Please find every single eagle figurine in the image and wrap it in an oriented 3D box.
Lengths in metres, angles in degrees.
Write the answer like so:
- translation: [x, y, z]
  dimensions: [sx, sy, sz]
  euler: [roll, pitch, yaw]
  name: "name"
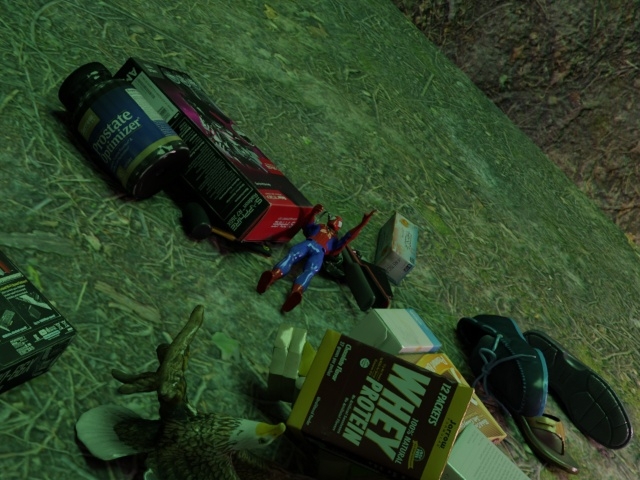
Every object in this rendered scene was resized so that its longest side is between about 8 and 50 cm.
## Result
- translation: [-0.122, 0.265, 1.404]
  dimensions: [0.226, 0.225, 0.298]
  euler: [-38, 115, -27]
  name: "eagle figurine"

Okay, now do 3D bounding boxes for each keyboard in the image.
- translation: [0.058, 0.051, 2.190]
  dimensions: [0.180, 0.023, 0.108]
  euler: [24, 36, -36]
  name: "keyboard"

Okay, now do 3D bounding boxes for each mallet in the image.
- translation: [-0.157, -0.014, 1.969]
  dimensions: [0.190, 0.039, 0.062]
  euler: [21, 28, -48]
  name: "mallet"

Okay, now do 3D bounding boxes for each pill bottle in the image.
- translation: [-0.323, -0.183, 1.892]
  dimensions: [0.219, 0.123, 0.123]
  euler: [47, 24, 14]
  name: "pill bottle"

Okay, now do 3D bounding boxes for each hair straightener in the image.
- translation: [0.043, 0.034, 2.117]
  dimensions: [0.089, 0.047, 0.230]
  euler: [12, 43, -46]
  name: "hair straightener"

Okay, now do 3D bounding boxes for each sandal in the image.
- translation: [0.417, 0.342, 2.178]
  dimensions: [0.090, 0.060, 0.219]
  euler: [18, 33, -42]
  name: "sandal"

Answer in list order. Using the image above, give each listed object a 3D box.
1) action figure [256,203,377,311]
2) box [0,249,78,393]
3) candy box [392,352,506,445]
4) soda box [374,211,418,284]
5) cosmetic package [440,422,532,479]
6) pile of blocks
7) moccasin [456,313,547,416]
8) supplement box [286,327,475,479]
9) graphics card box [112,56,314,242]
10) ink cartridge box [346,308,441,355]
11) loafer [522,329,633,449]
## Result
- translation: [0.000, 0.000, 1.998]
  dimensions: [0.091, 0.139, 0.280]
  euler: [38, 30, 1]
  name: "action figure"
- translation: [-0.452, 0.081, 1.302]
  dimensions: [0.242, 0.076, 0.307]
  euler: [44, 24, 8]
  name: "box"
- translation: [0.143, 0.274, 1.849]
  dimensions: [0.316, 0.087, 0.183]
  euler: [7, 41, -53]
  name: "candy box"
- translation: [0.154, 0.014, 2.350]
  dimensions: [0.063, 0.058, 0.183]
  euler: [37, 25, -10]
  name: "soda box"
- translation: [0.217, 0.395, 1.673]
  dimensions: [0.184, 0.151, 0.151]
  euler: [43, 24, 7]
  name: "cosmetic package"
- translation: [0.039, 0.279, 1.636]
  dimensions: [0.149, 0.112, 0.362]
  euler: [-20, 61, -19]
  name: "pile of blocks"
- translation: [0.328, 0.236, 2.171]
  dimensions: [0.117, 0.137, 0.342]
  euler: [9, 12, -9]
  name: "moccasin"
- translation: [0.076, 0.221, 1.477]
  dimensions: [0.194, 0.129, 0.191]
  euler: [22, -13, 8]
  name: "supplement box"
- translation: [-0.191, -0.154, 2.037]
  dimensions: [0.371, 0.094, 0.233]
  euler: [46, 14, 14]
  name: "graphics card box"
- translation: [0.115, 0.175, 1.971]
  dimensions: [0.143, 0.092, 0.090]
  euler: [6, 41, -53]
  name: "ink cartridge box"
- translation: [0.529, 0.295, 2.381]
  dimensions: [0.302, 0.109, 0.095]
  euler: [47, 20, 20]
  name: "loafer"
